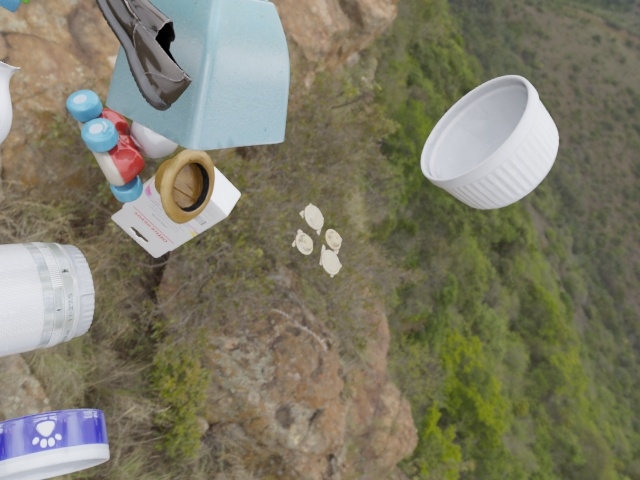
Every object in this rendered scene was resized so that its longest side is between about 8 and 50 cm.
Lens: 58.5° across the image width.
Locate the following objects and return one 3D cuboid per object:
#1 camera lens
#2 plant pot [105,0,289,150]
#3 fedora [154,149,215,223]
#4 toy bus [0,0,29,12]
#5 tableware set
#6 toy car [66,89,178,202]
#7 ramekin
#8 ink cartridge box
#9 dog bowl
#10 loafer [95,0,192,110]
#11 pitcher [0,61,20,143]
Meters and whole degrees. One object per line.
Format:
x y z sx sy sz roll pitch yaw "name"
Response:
-0.623 0.117 1.131 0.274 0.219 0.219 -7 66 -46 "camera lens"
-0.204 -0.330 1.039 0.247 0.252 0.248 28 26 28 "plant pot"
-0.330 -0.135 1.346 0.079 0.194 0.194 22 29 23 "fedora"
-0.387 -0.420 0.721 0.104 0.202 0.191 24 38 -42 "toy bus"
0.000 0.000 1.390 0.169 0.020 0.141 44 43 -25 "tableware set"
-0.426 -0.251 1.349 0.238 0.219 0.210 -27 59 -15 "toy car"
0.273 -0.147 0.909 0.109 0.207 0.207 36 40 -25 "ramekin"
-0.441 -0.105 1.726 0.207 0.353 0.119 47 36 -23 "ink cartridge box"
-0.595 0.445 1.222 0.265 0.265 0.104 7 60 -44 "dog bowl"
-0.240 -0.293 0.794 0.080 0.078 0.220 -57 122 -81 "loafer"
-0.828 -0.340 1.387 0.178 0.207 0.125 19 7 27 "pitcher"
